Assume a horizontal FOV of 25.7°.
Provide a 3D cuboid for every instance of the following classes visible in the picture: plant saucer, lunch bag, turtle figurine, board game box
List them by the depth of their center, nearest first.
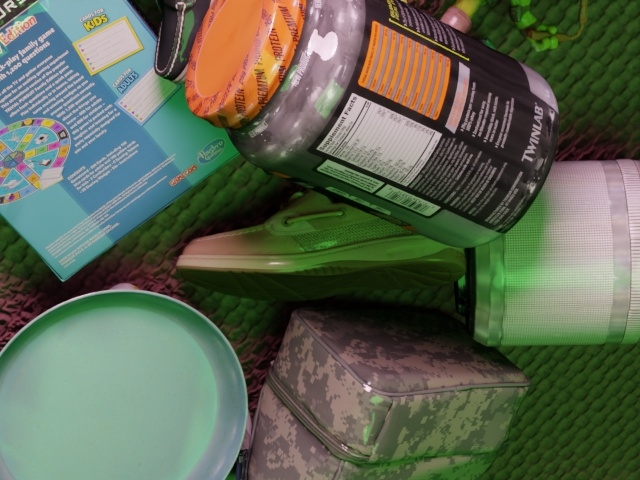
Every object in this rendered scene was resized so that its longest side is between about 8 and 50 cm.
[{"bbox_3d":[-0.279,-0.153,1.480,0.254,0.079,0.336,-36,124,3],"label":"board game box"},{"bbox_3d":[0.164,-0.300,1.533,0.217,0.087,0.269,-37,113,-17],"label":"turtle figurine"},{"bbox_3d":[-0.241,0.202,1.611,0.318,0.044,0.317,-6,108,-19],"label":"plant saucer"},{"bbox_3d":[0.067,0.232,1.715,0.305,0.212,0.256,2,115,-41],"label":"lunch bag"}]

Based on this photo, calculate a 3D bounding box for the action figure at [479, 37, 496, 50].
[{"bbox_3d":[0.096,-0.182,1.581,0.232,0.137,0.063,-19,112,-17],"label":"action figure"}]

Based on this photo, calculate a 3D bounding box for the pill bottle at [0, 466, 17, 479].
[{"bbox_3d":[-0.497,0.275,1.617,0.265,0.153,0.153,12,115,-25],"label":"pill bottle"}]

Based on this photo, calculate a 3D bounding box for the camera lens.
[{"bbox_3d":[0.297,0.015,1.658,0.274,0.219,0.219,-1,122,3],"label":"camera lens"}]

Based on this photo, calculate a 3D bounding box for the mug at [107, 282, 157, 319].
[{"bbox_3d":[-0.223,0.085,1.650,0.078,0.064,0.062,28,107,-31],"label":"mug"}]

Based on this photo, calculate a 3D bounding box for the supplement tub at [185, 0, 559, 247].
[{"bbox_3d":[0.051,-0.136,1.384,0.338,0.207,0.207,22,111,-29],"label":"supplement tub"}]

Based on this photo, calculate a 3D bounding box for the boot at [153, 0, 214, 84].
[{"bbox_3d":[-0.182,-0.280,1.369,0.179,0.085,0.236,6,106,-30],"label":"boot"}]

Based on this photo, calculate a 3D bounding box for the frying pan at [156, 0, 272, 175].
[{"bbox_3d":[-0.055,-0.246,1.515,0.197,0.053,0.326,-32,125,1],"label":"frying pan"}]

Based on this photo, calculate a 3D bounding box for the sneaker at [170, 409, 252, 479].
[{"bbox_3d":[-0.217,0.252,1.722,0.292,0.118,0.110,1,121,-17],"label":"sneaker"}]

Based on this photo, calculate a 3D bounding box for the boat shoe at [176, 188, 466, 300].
[{"bbox_3d":[0.000,0.000,1.621,0.341,0.110,0.121,-3,160,13],"label":"boat shoe"}]
